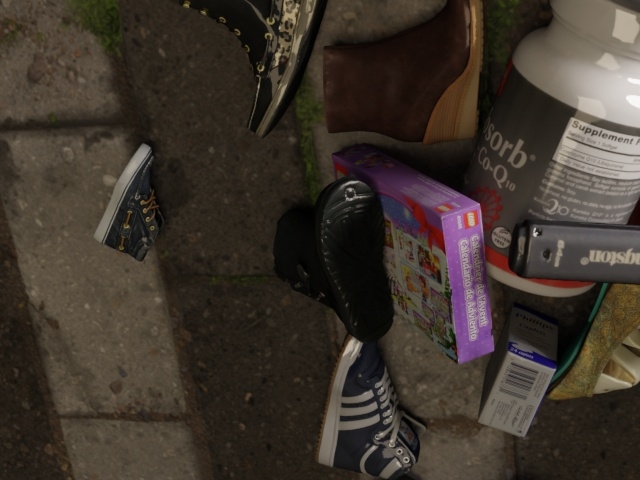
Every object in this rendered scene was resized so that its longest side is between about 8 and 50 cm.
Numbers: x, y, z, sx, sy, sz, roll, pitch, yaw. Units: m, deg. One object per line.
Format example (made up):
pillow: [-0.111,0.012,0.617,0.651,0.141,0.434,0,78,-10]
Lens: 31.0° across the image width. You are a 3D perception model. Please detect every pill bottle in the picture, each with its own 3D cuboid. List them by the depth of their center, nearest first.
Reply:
pill bottle: [0.306,-0.131,1.399,0.210,0.210,0.363,20,118,3]

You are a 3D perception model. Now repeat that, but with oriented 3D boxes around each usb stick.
usb stick: [0.359,0.017,1.338,0.278,0.045,0.077,4,119,-4]

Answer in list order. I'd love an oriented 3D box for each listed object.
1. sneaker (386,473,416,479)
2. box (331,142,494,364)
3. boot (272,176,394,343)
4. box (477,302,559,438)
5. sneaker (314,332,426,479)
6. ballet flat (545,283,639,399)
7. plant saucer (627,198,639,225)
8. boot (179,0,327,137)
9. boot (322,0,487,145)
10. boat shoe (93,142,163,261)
sneaker: [0.164,0.489,1.816,0.270,0.090,0.145,43,122,-9]
box: [0.114,0.009,1.487,0.057,0.293,0.201,-19,116,-20]
boot: [0.000,0.000,1.540,0.094,0.207,0.246,-28,125,-21]
box: [0.276,0.180,1.602,0.072,0.137,0.126,19,119,3]
sneaker: [0.089,0.240,1.699,0.153,0.099,0.282,18,126,10]
ballet flat: [0.391,0.127,1.508,0.123,0.123,0.348,19,138,4]
plant saucer: [0.474,-0.010,1.435,0.047,0.258,0.259,-17,120,-27]
boot: [-0.101,-0.269,1.502,0.178,0.085,0.236,23,113,4]
boot: [0.103,-0.236,1.462,0.206,0.090,0.248,5,121,9]
boat shoe: [-0.257,-0.054,1.664,0.083,0.065,0.183,28,125,-4]
